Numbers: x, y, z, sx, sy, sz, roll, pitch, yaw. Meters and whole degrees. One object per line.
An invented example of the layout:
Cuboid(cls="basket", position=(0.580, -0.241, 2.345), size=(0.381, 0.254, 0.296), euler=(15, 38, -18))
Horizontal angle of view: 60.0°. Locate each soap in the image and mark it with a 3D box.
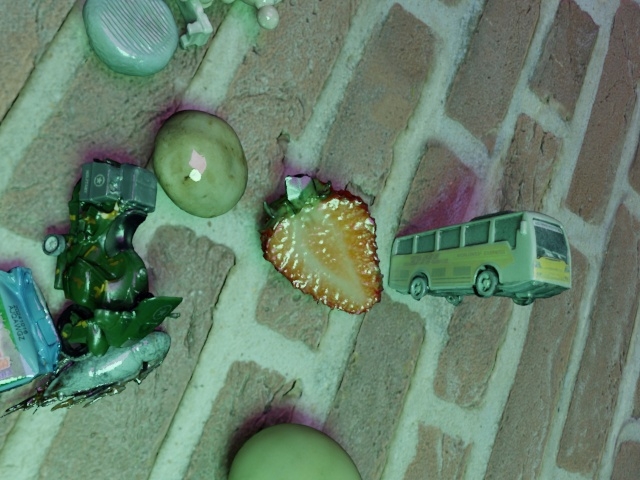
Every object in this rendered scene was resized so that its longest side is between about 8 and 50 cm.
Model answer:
Cuboid(cls="soap", position=(-0.477, 0.137, 0.661), size=(0.293, 0.077, 0.156), euler=(-19, 85, -28))

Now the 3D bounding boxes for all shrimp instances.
Cuboid(cls="shrimp", position=(-0.317, 0.181, 0.762), size=(0.233, 0.079, 0.090), euler=(-23, 60, -25))

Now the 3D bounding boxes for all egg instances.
Cuboid(cls="egg", position=(-0.028, 0.388, 0.834), size=(0.188, 0.189, 0.253), euler=(-49, 118, -23))

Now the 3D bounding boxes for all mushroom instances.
Cuboid(cls="mushroom", position=(-0.181, -0.111, 0.827), size=(0.166, 0.127, 0.166), euler=(40, 40, -45))

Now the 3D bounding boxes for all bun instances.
Cuboid(cls="bun", position=(-0.282, -0.308, 0.818), size=(0.141, 0.083, 0.140), euler=(7, 78, -37))

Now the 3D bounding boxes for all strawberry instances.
Cuboid(cls="strawberry", position=(0.000, 0.000, 0.936), size=(0.188, 0.106, 0.286), euler=(-34, 117, -4))

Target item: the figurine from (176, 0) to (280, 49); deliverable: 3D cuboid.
Cuboid(cls="figurine", position=(-0.131, -0.422, 0.887), size=(0.257, 0.144, 0.182), euler=(-31, 80, -25))

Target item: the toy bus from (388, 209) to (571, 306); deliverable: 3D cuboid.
Cuboid(cls="toy bus", position=(0.249, 0.038, 0.927), size=(0.097, 0.342, 0.138), euler=(13, 76, -27))

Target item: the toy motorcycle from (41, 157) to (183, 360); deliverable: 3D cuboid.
Cuboid(cls="toy motorcycle", position=(-0.268, 0.022, 0.732), size=(0.125, 0.187, 0.274), euler=(23, 67, -68))
